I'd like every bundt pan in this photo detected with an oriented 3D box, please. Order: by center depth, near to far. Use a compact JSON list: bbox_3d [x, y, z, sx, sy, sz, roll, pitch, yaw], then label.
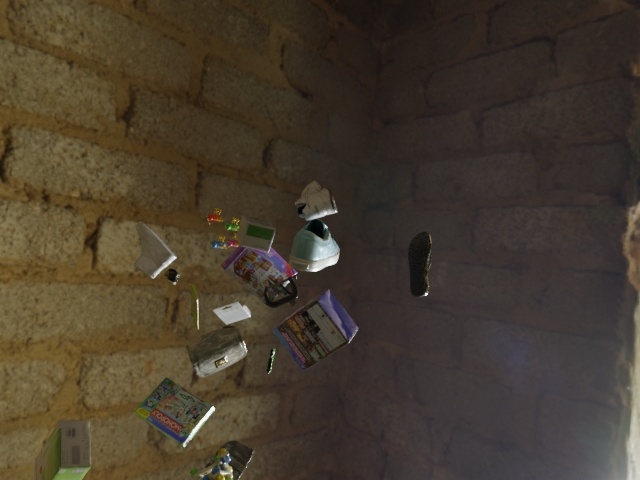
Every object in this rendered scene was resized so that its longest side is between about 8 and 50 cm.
[{"bbox_3d":[-0.448,1.027,2.035,0.124,0.331,0.331,40,177,2],"label":"bundt pan"}]

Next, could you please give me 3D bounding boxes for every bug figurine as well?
[{"bbox_3d":[-0.546,-0.045,2.616,0.216,0.279,0.072,15,136,-38],"label":"bug figurine"}]

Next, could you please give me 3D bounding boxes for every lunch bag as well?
[{"bbox_3d":[-0.465,0.489,2.049,0.235,0.169,0.287,-23,177,-19],"label":"lunch bag"}]

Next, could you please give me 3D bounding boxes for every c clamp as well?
[{"bbox_3d":[-0.157,0.187,1.828,0.160,0.137,0.022,-29,170,0],"label":"c clamp"}]

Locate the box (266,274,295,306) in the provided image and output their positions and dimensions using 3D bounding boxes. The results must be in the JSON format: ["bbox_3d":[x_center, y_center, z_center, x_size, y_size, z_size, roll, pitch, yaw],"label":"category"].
[{"bbox_3d":[-0.164,0.210,1.924,0.137,0.027,0.094,39,160,24],"label":"box"}]

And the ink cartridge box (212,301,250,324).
[{"bbox_3d":[-0.464,0.366,2.404,0.145,0.045,0.179,-18,140,4],"label":"ink cartridge box"}]

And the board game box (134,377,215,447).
[{"bbox_3d":[-0.693,0.811,2.191,0.317,0.046,0.213,20,-134,25],"label":"board game box"}]

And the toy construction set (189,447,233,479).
[{"bbox_3d":[-0.395,0.947,1.782,0.214,0.328,0.151,-33,-138,-16],"label":"toy construction set"}]

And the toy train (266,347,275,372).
[{"bbox_3d":[-0.161,0.388,1.492,0.017,0.084,0.023,12,-173,6],"label":"toy train"}]

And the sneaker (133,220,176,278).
[{"bbox_3d":[-0.785,0.045,2.054,0.292,0.169,0.108,40,173,33],"label":"sneaker"}]

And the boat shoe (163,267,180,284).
[{"bbox_3d":[-0.517,0.121,1.608,0.048,0.042,0.133,27,173,-22],"label":"boat shoe"}]

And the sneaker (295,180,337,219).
[{"bbox_3d":[-0.039,-0.141,1.669,0.129,0.111,0.297,-24,-166,-8],"label":"sneaker"}]

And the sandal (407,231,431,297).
[{"bbox_3d":[0.387,0.093,1.775,0.054,0.255,0.097,16,166,-40],"label":"sandal"}]

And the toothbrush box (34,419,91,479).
[{"bbox_3d":[-1.041,0.894,1.852,0.122,0.283,0.206,18,-151,-39],"label":"toothbrush box"}]

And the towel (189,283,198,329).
[{"bbox_3d":[-0.614,0.325,2.238,0.021,0.237,0.102,-10,-133,-24],"label":"towel"}]

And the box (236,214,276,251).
[{"bbox_3d":[-0.215,-0.023,1.522,0.101,0.087,0.102,14,-169,-22],"label":"box"}]

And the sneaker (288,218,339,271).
[{"bbox_3d":[0.000,0.000,1.557,0.135,0.150,0.366,16,-168,8],"label":"sneaker"}]

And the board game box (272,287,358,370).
[{"bbox_3d":[-0.022,0.398,2.053,0.291,0.232,0.141,-38,178,28],"label":"board game box"}]

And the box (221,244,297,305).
[{"bbox_3d":[-0.259,0.125,1.991,0.293,0.201,0.057,48,170,-37],"label":"box"}]
